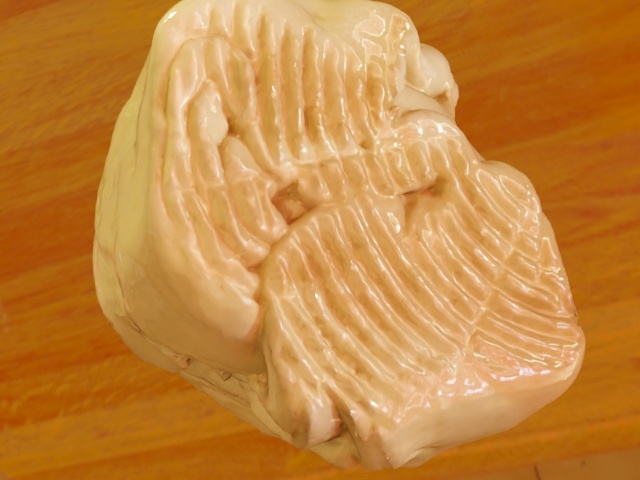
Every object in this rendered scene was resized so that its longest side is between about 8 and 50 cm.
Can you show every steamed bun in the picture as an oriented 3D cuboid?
[{"bbox_3d":[0.000,0.003,0.689,0.289,0.203,0.276,9,77,-26],"label":"steamed bun"}]
